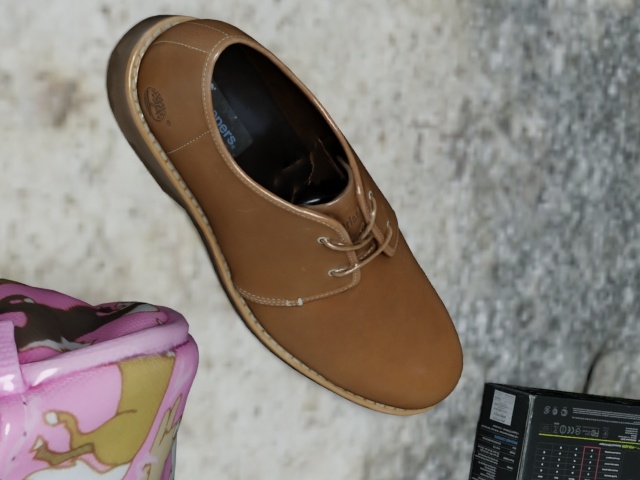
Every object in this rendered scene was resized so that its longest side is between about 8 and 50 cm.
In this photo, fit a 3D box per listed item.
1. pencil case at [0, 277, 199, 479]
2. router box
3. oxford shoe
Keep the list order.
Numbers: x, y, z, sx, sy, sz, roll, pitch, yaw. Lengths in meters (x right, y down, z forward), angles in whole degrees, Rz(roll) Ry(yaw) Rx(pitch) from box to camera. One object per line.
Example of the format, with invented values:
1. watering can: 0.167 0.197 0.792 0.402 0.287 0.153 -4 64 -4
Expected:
1. pencil case: -0.126 0.206 0.524 0.167 0.160 0.386 -2 99 -47
2. router box: 0.127 0.119 0.746 0.122 0.038 0.092 10 90 -32
3. oxford shoe: 0.000 0.000 0.635 0.076 0.076 0.212 -51 119 -19
